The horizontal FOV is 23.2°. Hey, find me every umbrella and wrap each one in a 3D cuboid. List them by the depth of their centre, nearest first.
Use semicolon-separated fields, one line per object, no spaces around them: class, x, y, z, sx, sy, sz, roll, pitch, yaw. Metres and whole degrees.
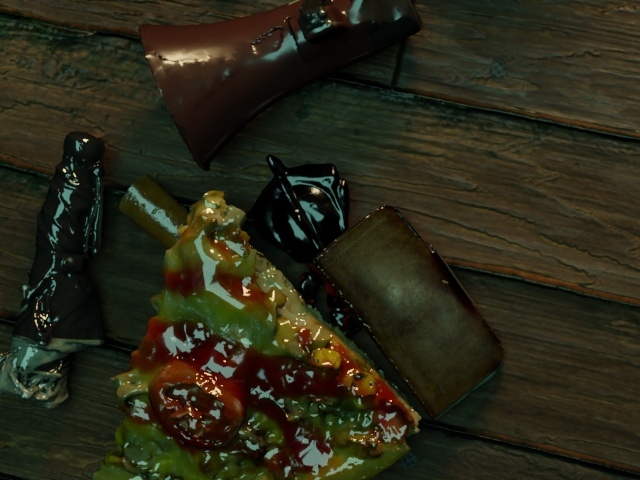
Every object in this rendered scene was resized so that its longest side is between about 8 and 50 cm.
umbrella;-0.330;0.038;1.999;0.106;0.113;0.358;13;90;34

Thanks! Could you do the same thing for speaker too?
speaker;-0.057;-0.250;1.879;0.329;0.259;0.198;-26;66;10

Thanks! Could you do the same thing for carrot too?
carrot;-0.161;0.001;1.998;0.209;0.061;0.061;39;95;7

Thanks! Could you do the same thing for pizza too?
pizza;-0.124;0.147;1.914;0.440;0.130;0.406;-13;98;14

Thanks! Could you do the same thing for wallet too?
wallet;0.115;0.084;1.915;0.137;0.031;0.255;-38;96;-11

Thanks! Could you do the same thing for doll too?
doll;-0.001;0.001;1.953;0.127;0.088;0.249;-35;91;-14
